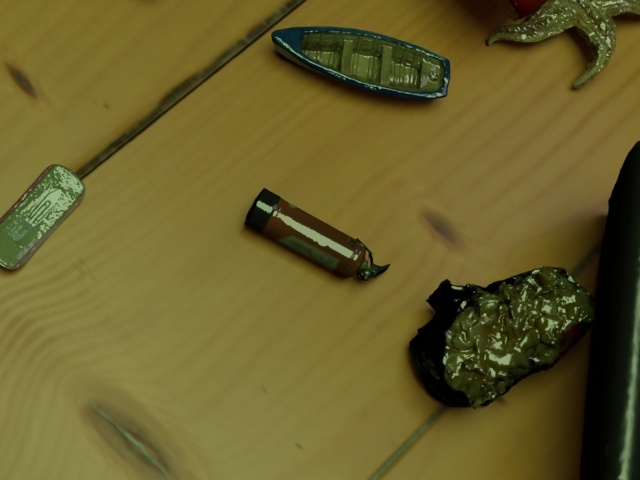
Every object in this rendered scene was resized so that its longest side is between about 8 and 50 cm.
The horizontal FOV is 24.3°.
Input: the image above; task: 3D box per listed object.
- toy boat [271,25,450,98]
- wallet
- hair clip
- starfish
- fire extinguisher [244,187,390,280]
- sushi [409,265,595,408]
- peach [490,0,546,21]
[{"bbox_3d":[0.046,-0.217,1.812,0.229,0.046,0.080,10,70,-12],"label":"toy boat"},{"bbox_3d":[0.347,0.110,1.689,0.062,0.228,0.406,8,69,4],"label":"wallet"},{"bbox_3d":[-0.319,-0.026,1.655,0.054,0.022,0.137,38,66,-2],"label":"hair clip"},{"bbox_3d":[0.332,-0.314,1.932,0.277,0.062,0.235,-14,71,-15],"label":"starfish"},{"bbox_3d":[0.000,0.000,1.725,0.177,0.050,0.062,29,28,-6],"label":"fire extinguisher"},{"bbox_3d":[0.208,0.098,1.713,0.212,0.115,0.147,-24,80,-21],"label":"sushi"},{"bbox_3d":[0.218,-0.379,1.838,0.196,0.190,0.226,10,71,-15],"label":"peach"}]
